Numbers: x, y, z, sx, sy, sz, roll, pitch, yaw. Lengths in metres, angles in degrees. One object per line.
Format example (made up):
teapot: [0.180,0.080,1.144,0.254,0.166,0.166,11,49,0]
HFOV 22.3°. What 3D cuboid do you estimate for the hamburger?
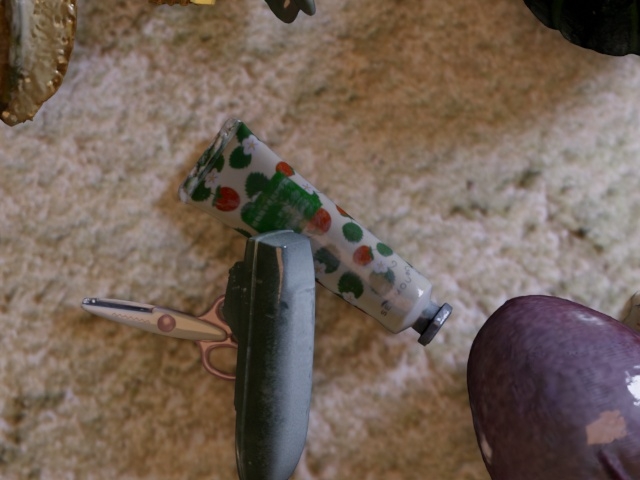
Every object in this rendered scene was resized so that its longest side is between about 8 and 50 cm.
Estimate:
hamburger: [-0.303,-0.285,1.442,0.162,0.209,0.330,-8,121,-3]

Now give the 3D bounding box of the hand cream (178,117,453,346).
hand cream: [0.000,0.000,1.510,0.276,0.059,0.095,36,95,4]

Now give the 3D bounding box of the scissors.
scissors: [-0.139,0.077,1.529,0.176,0.022,0.085,13,97,-2]

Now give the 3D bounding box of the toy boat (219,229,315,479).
toy boat: [-0.052,0.118,1.495,0.085,0.078,0.261,12,107,34]

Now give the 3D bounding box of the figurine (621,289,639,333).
figurine: [0.304,0.086,1.506,0.047,0.050,0.083,8,92,-4]

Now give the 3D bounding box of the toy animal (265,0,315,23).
toy animal: [-0.067,-0.321,1.484,0.125,0.127,0.251,-35,103,-16]

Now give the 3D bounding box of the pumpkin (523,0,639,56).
pumpkin: [0.281,-0.289,1.421,0.249,0.216,0.250,-5,58,7]

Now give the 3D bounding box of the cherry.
cherry: [0.229,0.163,1.428,0.183,0.213,0.266,-20,60,-19]

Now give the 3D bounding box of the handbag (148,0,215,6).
handbag: [-0.128,-0.245,1.495,0.027,0.083,0.061,2,94,-38]
